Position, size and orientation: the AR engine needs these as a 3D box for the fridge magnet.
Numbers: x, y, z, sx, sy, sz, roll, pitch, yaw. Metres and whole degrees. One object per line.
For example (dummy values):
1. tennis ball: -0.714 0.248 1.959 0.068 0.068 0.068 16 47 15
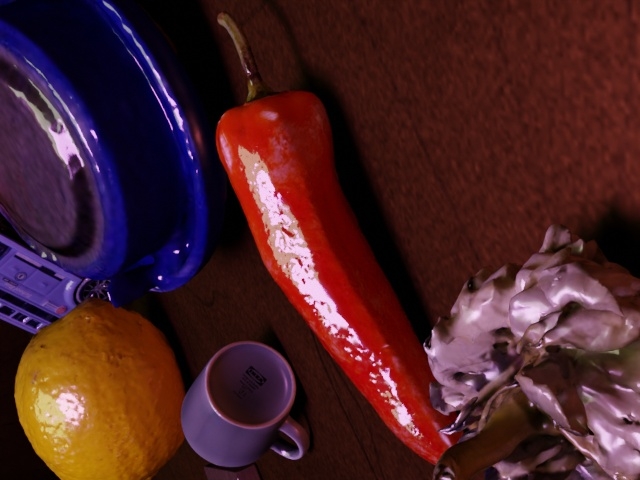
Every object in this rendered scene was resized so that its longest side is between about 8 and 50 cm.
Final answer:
1. fridge magnet: -0.173 -0.077 0.718 0.265 0.112 0.265 29 136 32

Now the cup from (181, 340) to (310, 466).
1. cup: -0.049 0.125 0.739 0.100 0.078 0.077 32 148 1

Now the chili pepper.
1. chili pepper: 0.000 0.000 0.522 0.272 0.063 0.071 64 170 6

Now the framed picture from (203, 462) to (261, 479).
1. framed picture: -0.059 0.295 0.960 0.169 0.023 0.128 69 157 2

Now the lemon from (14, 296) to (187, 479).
1. lemon: -0.225 0.163 1.040 0.180 0.180 0.193 42 167 49

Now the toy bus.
1. toy bus: -0.353 0.007 1.097 0.292 0.133 0.125 39 -168 -51

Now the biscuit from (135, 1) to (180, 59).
1. biscuit: -0.124 -0.126 0.750 0.081 0.018 0.083 52 151 38

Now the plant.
1. plant: 0.072 0.061 0.333 0.104 0.122 0.116 50 146 16
